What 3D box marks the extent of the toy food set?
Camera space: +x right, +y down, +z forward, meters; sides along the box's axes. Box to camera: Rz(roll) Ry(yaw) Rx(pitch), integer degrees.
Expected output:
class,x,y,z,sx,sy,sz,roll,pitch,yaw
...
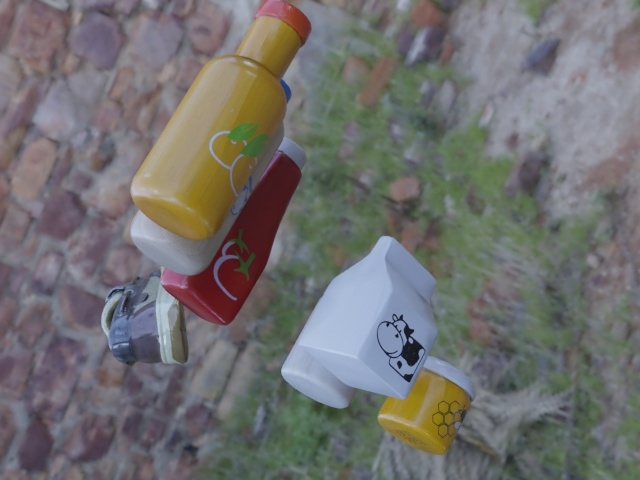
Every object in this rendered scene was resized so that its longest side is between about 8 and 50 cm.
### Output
class,x,y,z,sx,sy,sz,roll,pitch,yaw
toy food set,0.000,0.000,0.570,0.111,0.232,0.104,6,61,49

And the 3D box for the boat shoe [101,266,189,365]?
class,x,y,z,sx,sy,sz,roll,pitch,yaw
boat shoe,-0.109,0.044,0.736,0.152,0.049,0.056,-170,77,-80
